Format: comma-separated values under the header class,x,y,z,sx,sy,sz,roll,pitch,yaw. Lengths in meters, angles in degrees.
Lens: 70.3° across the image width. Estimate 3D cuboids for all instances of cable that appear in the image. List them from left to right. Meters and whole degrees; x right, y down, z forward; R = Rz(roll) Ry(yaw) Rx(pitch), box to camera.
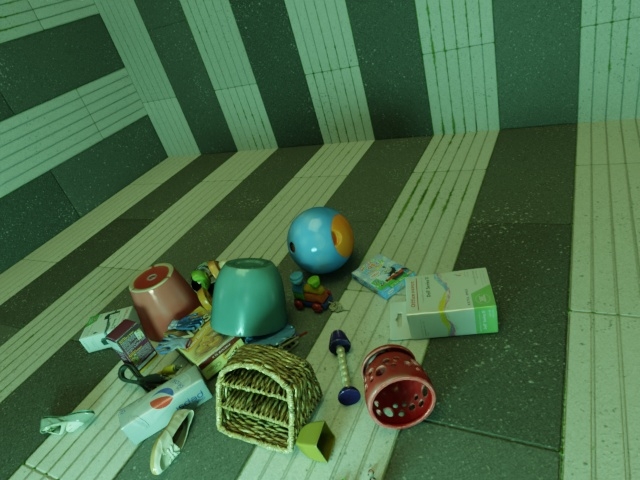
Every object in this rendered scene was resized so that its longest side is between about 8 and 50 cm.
class,x,y,z,sx,sy,sz,roll,pitch,yaw
cable,-0.622,0.519,1.659,0.287,0.072,0.140,-6,68,27

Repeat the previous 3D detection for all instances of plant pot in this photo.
class,x,y,z,sx,sy,sz,roll,pitch,yaw
plant pot,-0.667,0.247,1.936,0.274,0.243,0.275,-13,31,8
plant pot,-0.269,0.197,1.716,0.292,0.235,0.293,1,11,0
plant pot,-0.019,0.561,1.274,0.083,0.082,0.081,-11,31,28
plant pot,0.214,0.405,1.297,0.191,0.191,0.174,-16,26,3

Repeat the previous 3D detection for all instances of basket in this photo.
class,x,y,z,sx,sy,sz,roll,pitch,yaw
basket,-0.180,0.463,1.376,0.299,0.214,0.223,4,37,32

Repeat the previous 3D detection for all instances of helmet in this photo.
class,x,y,z,sx,sy,sz,roll,pitch,yaw
helmet,-0.493,0.169,2.048,0.161,0.170,0.169,25,49,28

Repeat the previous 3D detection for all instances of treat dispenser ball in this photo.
class,x,y,z,sx,sy,sz,roll,pitch,yaw
treat dispenser ball,0.000,0.000,1.941,0.288,0.288,0.288,-13,32,8

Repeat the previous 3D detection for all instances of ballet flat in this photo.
class,x,y,z,sx,sy,sz,roll,pitch,yaw
ballet flat,-0.894,0.648,1.608,0.213,0.072,0.068,-11,59,12

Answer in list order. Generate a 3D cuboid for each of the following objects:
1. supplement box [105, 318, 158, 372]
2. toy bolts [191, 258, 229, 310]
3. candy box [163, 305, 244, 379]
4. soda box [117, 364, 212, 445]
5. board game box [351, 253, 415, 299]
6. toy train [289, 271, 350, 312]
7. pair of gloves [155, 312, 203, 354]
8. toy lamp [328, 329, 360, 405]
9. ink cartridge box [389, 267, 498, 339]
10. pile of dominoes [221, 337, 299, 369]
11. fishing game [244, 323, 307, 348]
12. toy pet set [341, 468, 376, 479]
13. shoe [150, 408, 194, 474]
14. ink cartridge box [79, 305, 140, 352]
class,x,y,z,sx,sy,sz,roll,pitch,yaw
supplement box,-0.727,0.410,1.761,0.080,0.188,0.104,6,39,35
toy bolts,-0.397,0.207,1.874,0.158,0.229,0.218,-30,35,-3
candy box,-0.450,0.384,1.749,0.183,0.088,0.316,-37,34,-28
soda box,-0.519,0.548,1.528,0.286,0.098,0.091,-29,33,-18
board game box,0.251,0.141,1.831,0.160,0.039,0.211,-32,33,-22
toy train,-0.004,0.198,1.769,0.247,0.144,0.105,5,38,33
pair of gloves,-0.536,0.354,1.741,0.159,0.023,0.198,-7,35,22
toy lamp,0.074,0.399,1.480,0.080,0.080,0.275,-17,32,2
ink cartridge box,0.402,0.218,1.556,0.353,0.119,0.207,-9,33,14
pile of dominoes,-0.225,0.406,1.657,0.251,0.040,0.196,3,37,30
fishing game,-0.183,0.355,1.668,0.264,0.041,0.189,1,15,44
toy pet set,0.084,0.623,1.134,0.122,0.065,0.114,-20,31,-2
shoe,-0.457,0.615,1.411,0.058,0.077,0.219,-13,29,18
ink cartridge box,-0.915,0.386,1.991,0.208,0.087,0.153,-15,32,3
